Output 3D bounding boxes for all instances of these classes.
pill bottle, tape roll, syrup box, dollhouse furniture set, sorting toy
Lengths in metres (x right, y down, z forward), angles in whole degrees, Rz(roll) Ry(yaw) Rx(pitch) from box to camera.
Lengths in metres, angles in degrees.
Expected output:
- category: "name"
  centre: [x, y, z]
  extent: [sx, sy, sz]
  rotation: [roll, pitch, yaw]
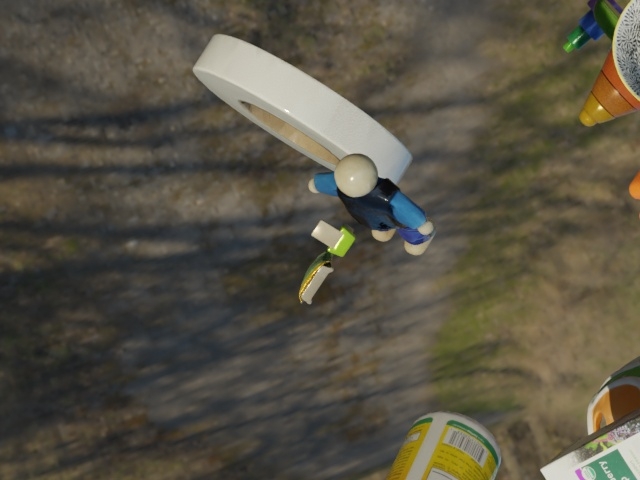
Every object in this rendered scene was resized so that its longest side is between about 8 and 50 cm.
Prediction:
- category: "pill bottle"
  centre: [0.124, 0.307, 1.381]
  extent: [0.117, 0.117, 0.208]
  rotation: [-40, -167, 46]
- category: "tape roll"
  centre: [-0.029, -0.203, 1.971]
  extent: [0.072, 0.392, 0.392]
  rotation: [-58, 163, -3]
- category: "syrup box"
  centre: [0.384, 0.247, 1.404]
  extent: [0.237, 0.093, 0.096]
  rotation: [-39, 168, 36]
- category: "dollhouse furniture set"
  centre: [0.000, 0.000, 1.489]
  extent: [0.151, 0.059, 0.076]
  rotation: [-56, -171, 14]
- category: "sorting toy"
  centre: [0.401, -0.254, 1.706]
  extent: [0.126, 0.127, 0.365]
  rotation: [-43, -162, 20]

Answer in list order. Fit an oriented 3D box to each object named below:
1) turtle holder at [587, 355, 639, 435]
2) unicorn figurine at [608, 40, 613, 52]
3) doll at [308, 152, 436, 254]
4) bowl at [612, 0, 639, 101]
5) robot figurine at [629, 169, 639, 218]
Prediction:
- category: "turtle holder"
  centre: [0.527, 0.246, 1.707]
  extent: [0.227, 0.243, 0.320]
  rotation: [-11, -162, 43]
- category: "unicorn figurine"
  centre: [0.501, -0.235, 1.828]
  extent: [0.060, 0.162, 0.111]
  rotation: [-22, 142, -8]
- category: "doll"
  centre: [0.048, -0.034, 1.088]
  extent: [0.046, 0.129, 0.189]
  rotation: [-65, 160, -6]
- category: "bowl"
  centre: [0.398, -0.193, 1.265]
  extent: [0.170, 0.170, 0.080]
  rotation: [-26, 159, 9]
- category: "robot figurine"
  centre: [0.480, -0.057, 1.412]
  extent: [0.128, 0.158, 0.219]
  rotation: [-2, -177, -45]
